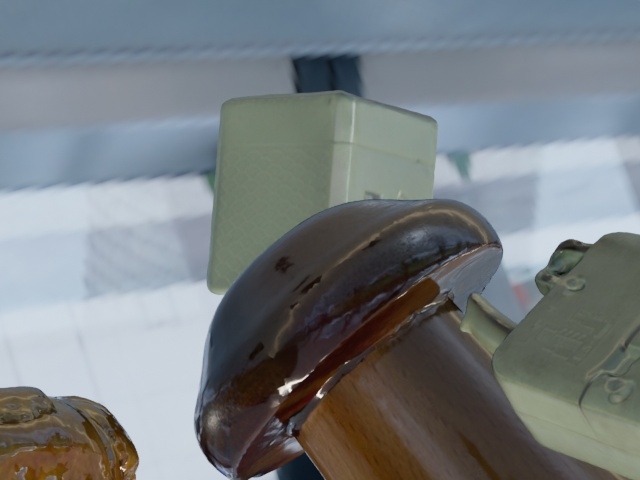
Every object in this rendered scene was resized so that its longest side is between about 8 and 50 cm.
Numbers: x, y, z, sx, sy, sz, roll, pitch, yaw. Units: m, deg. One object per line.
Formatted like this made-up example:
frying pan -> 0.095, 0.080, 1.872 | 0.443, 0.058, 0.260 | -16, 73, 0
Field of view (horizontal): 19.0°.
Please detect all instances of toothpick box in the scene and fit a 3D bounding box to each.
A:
toothpick box -> 0.067, 0.117, 0.975 | 0.192, 0.294, 0.192 | -36, 165, -11

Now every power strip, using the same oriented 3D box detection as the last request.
power strip -> 0.156, 0.053, 0.744 | 0.093, 0.053, 0.288 | -45, -150, -18
power strip -> 0.000, 0.000, 1.563 | 0.139, 0.224, 0.140 | 1, 173, 37

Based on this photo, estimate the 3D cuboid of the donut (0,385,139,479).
donut -> -0.178, 0.121, 0.795 | 0.226, 0.114, 0.226 | -4, 169, -1
